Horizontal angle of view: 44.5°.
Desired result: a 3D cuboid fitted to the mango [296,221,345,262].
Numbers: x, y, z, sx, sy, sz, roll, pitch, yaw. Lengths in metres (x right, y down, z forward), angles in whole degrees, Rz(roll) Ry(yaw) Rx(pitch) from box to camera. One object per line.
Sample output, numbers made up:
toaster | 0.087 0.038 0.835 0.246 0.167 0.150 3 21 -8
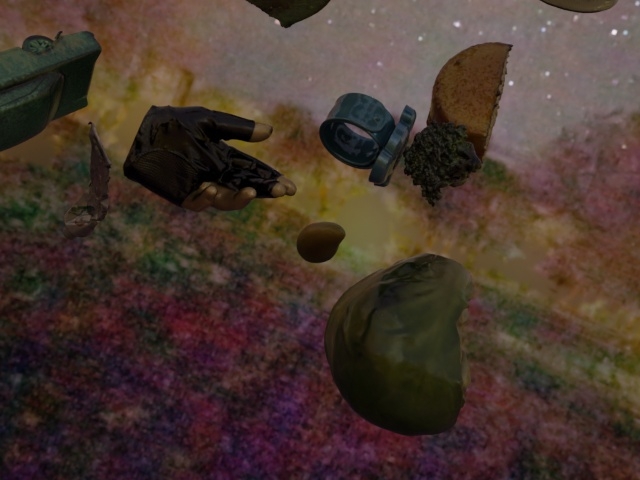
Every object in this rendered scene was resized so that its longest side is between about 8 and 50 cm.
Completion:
mango | -0.004 0.000 2.268 0.122 0.085 0.191 21 -37 -4

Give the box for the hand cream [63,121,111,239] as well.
hand cream | -0.354 -0.073 1.204 0.050 0.257 0.084 -8 62 -33

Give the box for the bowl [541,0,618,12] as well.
bowl | 0.503 -0.568 1.527 0.238 0.237 0.126 22 -36 1

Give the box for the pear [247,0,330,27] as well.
pear | -0.105 -0.696 1.796 0.239 0.317 0.342 -19 -8 21

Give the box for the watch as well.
watch | 0.099 -0.236 1.796 0.193 0.210 0.211 26 4 6

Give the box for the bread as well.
bread | 0.372 -0.360 2.018 0.179 0.339 0.194 15 -18 11

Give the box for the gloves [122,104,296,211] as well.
gloves | -0.187 -0.139 1.380 0.301 0.197 0.152 22 -1 10

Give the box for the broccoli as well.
broccoli | 0.288 -0.170 1.772 0.145 0.165 0.304 58 13 15

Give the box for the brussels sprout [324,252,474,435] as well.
brussels sprout | 0.169 0.200 1.588 0.315 0.371 0.276 17 -22 -1

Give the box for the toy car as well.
toy car | -0.443 -0.189 1.070 0.097 0.141 0.321 48 50 10
